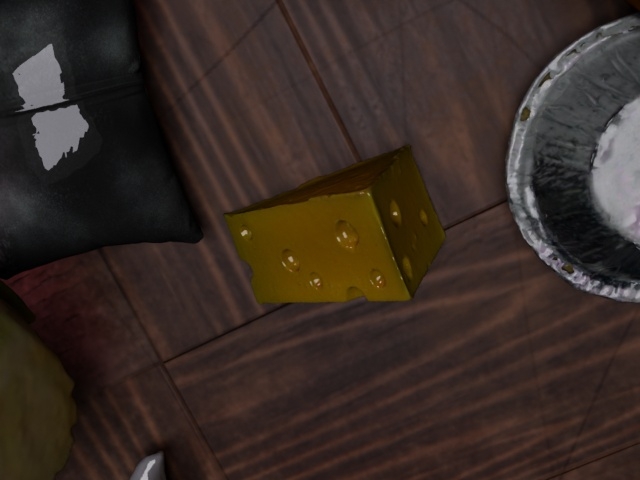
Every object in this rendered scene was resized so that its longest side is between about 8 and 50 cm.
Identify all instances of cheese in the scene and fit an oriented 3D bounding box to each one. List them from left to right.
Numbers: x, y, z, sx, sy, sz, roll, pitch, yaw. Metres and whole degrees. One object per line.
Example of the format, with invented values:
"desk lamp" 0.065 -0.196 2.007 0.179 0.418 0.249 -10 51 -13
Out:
"cheese" 0.000 0.000 0.628 0.171 0.126 0.093 -14 106 28

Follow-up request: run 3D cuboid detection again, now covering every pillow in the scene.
"pillow" -0.212 -0.097 0.614 0.186 0.106 0.250 -13 103 2

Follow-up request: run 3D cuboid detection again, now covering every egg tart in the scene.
"egg tart" 0.261 -0.058 0.578 0.234 0.094 0.234 2 104 7

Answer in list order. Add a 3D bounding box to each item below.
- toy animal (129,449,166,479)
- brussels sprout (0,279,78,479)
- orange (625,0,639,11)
"toy animal" -0.165 0.316 0.695 0.130 0.104 0.221 -14 99 10
"brussels sprout" -0.363 0.105 0.599 0.344 0.344 0.268 13 69 3
"orange" 0.282 -0.251 0.461 0.261 0.261 0.261 1 102 6
